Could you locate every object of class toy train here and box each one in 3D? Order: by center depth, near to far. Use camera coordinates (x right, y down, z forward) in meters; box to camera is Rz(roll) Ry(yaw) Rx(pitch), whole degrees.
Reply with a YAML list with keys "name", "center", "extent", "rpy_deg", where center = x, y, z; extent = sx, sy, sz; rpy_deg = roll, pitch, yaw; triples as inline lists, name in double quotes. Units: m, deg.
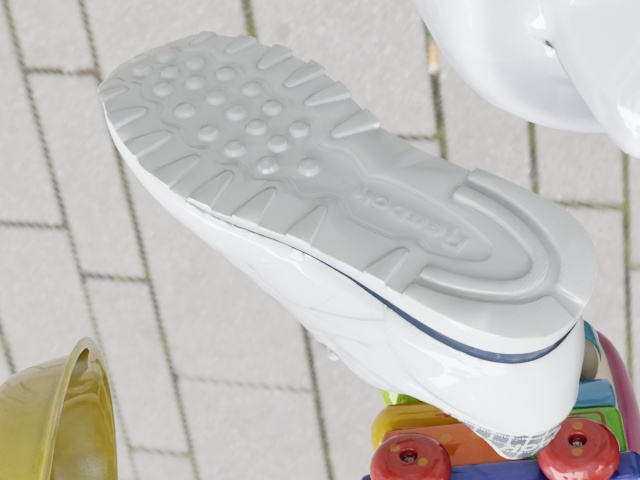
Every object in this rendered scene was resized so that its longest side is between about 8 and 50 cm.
- name: "toy train"
  center: [0.048, 0.115, 0.873]
  extent: [0.248, 0.143, 0.105]
  rpy_deg: [-6, 131, 5]

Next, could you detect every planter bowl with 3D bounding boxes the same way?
- name: "planter bowl"
  center: [-0.136, 0.144, 0.612]
  extent: [0.090, 0.217, 0.217]
  rpy_deg: [2, 126, 0]

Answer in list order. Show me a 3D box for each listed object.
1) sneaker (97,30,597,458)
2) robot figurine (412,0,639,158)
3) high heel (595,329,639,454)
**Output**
- name: "sneaker"
  center: [0.000, 0.000, 0.614]
  extent: [0.235, 0.090, 0.095]
  rpy_deg: [36, 151, 30]
- name: "robot figurine"
  center: [0.092, -0.179, 0.539]
  extent: [0.300, 0.353, 0.200]
  rpy_deg: [13, 131, -43]
- name: "high heel"
  center: [0.210, 0.257, 1.088]
  extent: [0.181, 0.377, 0.127]
  rpy_deg: [21, 159, -38]
